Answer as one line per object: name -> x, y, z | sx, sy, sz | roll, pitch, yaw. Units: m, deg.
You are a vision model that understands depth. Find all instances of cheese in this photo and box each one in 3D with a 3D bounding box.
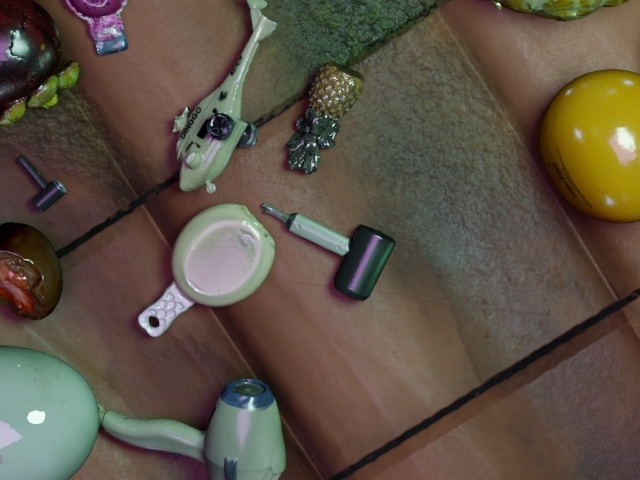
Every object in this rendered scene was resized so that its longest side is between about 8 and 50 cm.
cheese -> -0.306, -0.331, 1.637 | 0.095, 0.038, 0.145 | -12, 104, 5
cheese -> -0.169, 0.050, 1.676 | 0.227, 0.064, 0.137 | -43, 93, 8

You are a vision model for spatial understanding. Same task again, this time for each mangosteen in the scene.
mangosteen -> -0.423, -0.243, 1.602 | 0.166, 0.166, 0.180 | -36, 120, 6

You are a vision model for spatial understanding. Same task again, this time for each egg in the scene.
egg -> -0.489, 0.264, 1.632 | 0.371, 0.230, 0.230 | -10, 98, 8

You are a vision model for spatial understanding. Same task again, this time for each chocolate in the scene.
chocolate -> -0.424, 0.050, 1.655 | 0.127, 0.124, 0.133 | -39, 121, -23

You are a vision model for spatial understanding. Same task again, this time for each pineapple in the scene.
pineapple -> 0.001, -0.168, 1.640 | 0.074, 0.074, 0.159 | 27, 106, -2

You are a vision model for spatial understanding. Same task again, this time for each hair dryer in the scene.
hair dryer -> 0.000, 0.000, 1.676 | 0.198, 0.057, 0.100 | 28, 98, 6
hair dryer -> -0.406, -0.086, 1.682 | 0.047, 0.026, 0.083 | -39, 92, 6
hair dryer -> -0.177, 0.356, 1.717 | 0.298, 0.119, 0.296 | -11, 102, 19

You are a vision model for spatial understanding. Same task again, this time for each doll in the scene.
doll -> 0.419, -0.142, 1.571 | 0.236, 0.213, 0.213 | -34, 96, -8

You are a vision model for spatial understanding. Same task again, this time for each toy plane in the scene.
toy plane -> -0.132, -0.197, 1.634 | 0.108, 0.092, 0.286 | 33, 101, 22

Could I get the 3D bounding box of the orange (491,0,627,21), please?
orange -> 0.310, -0.446, 1.499 | 0.329, 0.249, 0.329 | 0, 106, 1
